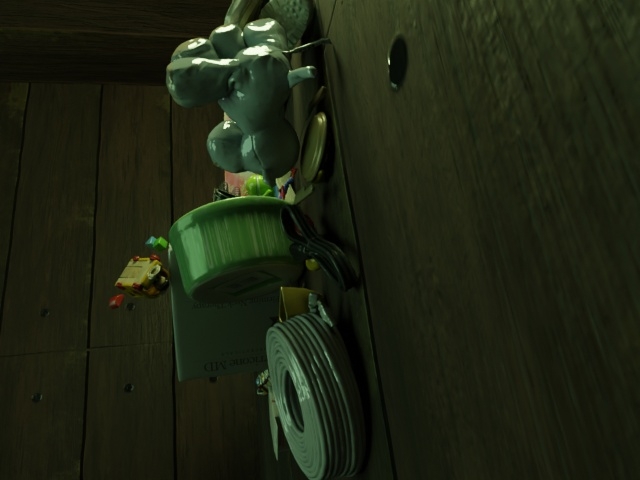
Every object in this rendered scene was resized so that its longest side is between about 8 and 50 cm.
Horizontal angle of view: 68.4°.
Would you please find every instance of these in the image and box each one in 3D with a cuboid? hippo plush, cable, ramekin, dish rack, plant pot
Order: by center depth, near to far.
[{"bbox_3d":[-0.013,0.248,0.754,0.257,0.089,0.257,103,149,-46],"label":"cable"},{"bbox_3d":[0.000,0.000,0.789,0.287,0.072,0.140,10,118,69],"label":"cable"},{"bbox_3d":[-0.108,-0.243,0.855,0.237,0.293,0.234,79,-160,-43],"label":"hippo plush"},{"bbox_3d":[-0.030,0.140,0.884,0.082,0.083,0.081,-107,19,-51],"label":"plant pot"},{"bbox_3d":[-0.182,0.035,1.080,0.303,0.303,0.148,115,142,-65],"label":"ramekin"},{"bbox_3d":[-0.206,-0.097,1.323,0.074,0.208,0.271,-62,19,12],"label":"dish rack"}]

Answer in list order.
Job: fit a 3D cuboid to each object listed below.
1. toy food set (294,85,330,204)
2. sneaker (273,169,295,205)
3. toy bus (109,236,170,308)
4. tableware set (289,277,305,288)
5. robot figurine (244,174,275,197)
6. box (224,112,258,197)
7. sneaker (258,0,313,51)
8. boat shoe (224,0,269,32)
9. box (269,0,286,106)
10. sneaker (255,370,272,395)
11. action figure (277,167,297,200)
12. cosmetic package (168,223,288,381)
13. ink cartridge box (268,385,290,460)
[{"bbox_3d":[-0.004,-0.162,0.832,0.132,0.038,0.192,164,113,-72],"label":"toy food set"},{"bbox_3d":[-0.100,-0.129,1.195,0.085,0.058,0.152,121,139,-53],"label":"sneaker"},{"bbox_3d":[-0.465,0.108,1.282,0.104,0.191,0.202,44,-167,-35],"label":"toy bus"},{"bbox_3d":[-0.039,0.185,1.042,0.194,0.039,0.128,-99,1,-49],"label":"tableware set"},{"bbox_3d":[-0.149,-0.147,1.281,0.067,0.115,0.101,102,161,-51],"label":"robot figurine"},{"bbox_3d":[-0.235,-0.256,1.532,0.154,0.142,0.300,-160,69,-83],"label":"box"},{"bbox_3d":[-0.071,-0.436,0.954,0.095,0.090,0.235,-53,15,-24],"label":"sneaker"},{"bbox_3d":[-0.144,-0.524,0.955,0.113,0.103,0.303,131,160,-58],"label":"boat shoe"},{"bbox_3d":[-0.130,-0.480,1.252,0.216,0.060,0.270,138,128,-73],"label":"box"},{"bbox_3d":[-0.181,0.476,1.630,0.070,0.083,0.186,-109,20,-52],"label":"sneaker"},{"bbox_3d":[-0.086,-0.117,1.110,0.038,0.030,0.115,160,129,-72],"label":"action figure"},{"bbox_3d":[-0.282,0.160,1.453,0.327,0.329,0.394,-139,47,-70],"label":"cosmetic package"},{"bbox_3d":[-0.106,0.513,1.343,0.198,0.067,0.116,-128,37,-71],"label":"ink cartridge box"}]
